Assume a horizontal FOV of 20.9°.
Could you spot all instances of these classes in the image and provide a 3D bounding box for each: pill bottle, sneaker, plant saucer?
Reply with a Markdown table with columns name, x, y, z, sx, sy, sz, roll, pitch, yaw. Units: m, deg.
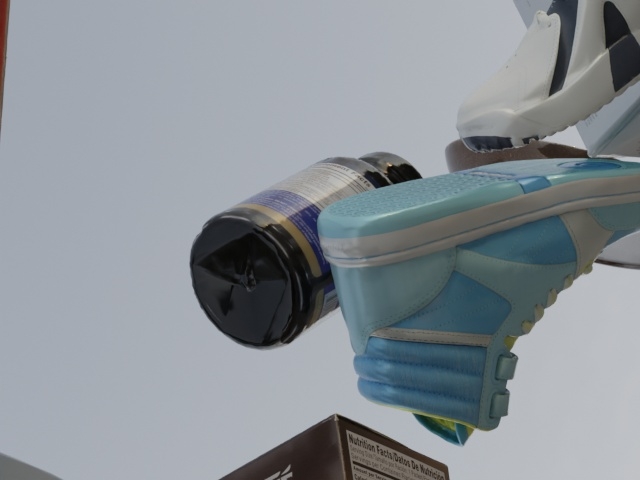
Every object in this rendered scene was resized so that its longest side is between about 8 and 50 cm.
| name | x | y | z | sx | sy | sz | roll | pitch | yaw |
| --- | --- | --- | --- | --- | --- | --- | --- | --- | --- |
| pill bottle | 0.000 | 0.000 | 1.482 | 0.219 | 0.122 | 0.123 | -30 | -51 | -49 |
| sneaker | 0.149 | 0.048 | 1.385 | 0.319 | 0.127 | 0.208 | -11 | -79 | -24 |
| plant saucer | 0.274 | -0.031 | 1.842 | 0.310 | 0.310 | 0.050 | 36 | -112 | -56 |
| sneaker | 0.148 | -0.164 | 0.969 | 0.153 | 0.235 | 0.094 | 55 | -165 | -5 |

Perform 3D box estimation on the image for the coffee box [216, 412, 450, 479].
| name | x | y | z | sx | sy | sz | roll | pitch | yaw |
| --- | --- | --- | --- | --- | --- | --- | --- | --- | --- |
| coffee box | 0.006 | 0.283 | 1.087 | 0.119 | 0.168 | 0.297 | 28 | -140 | -40 |

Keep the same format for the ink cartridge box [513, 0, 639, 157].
| name | x | y | z | sx | sy | sz | roll | pitch | yaw |
| --- | --- | --- | --- | --- | --- | --- | --- | --- | --- |
| ink cartridge box | 0.290 | -0.270 | 1.487 | 0.130 | 0.309 | 0.272 | -1 | -34 | -34 |

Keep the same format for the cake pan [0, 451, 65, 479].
| name | x | y | z | sx | sy | sz | roll | pitch | yaw |
| --- | --- | --- | --- | --- | --- | --- | --- | --- | --- |
| cake pan | -0.090 | 0.134 | 0.407 | 0.293 | 0.293 | 0.054 | 3 | -58 | -56 |

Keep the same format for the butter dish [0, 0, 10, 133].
| name | x | y | z | sx | sy | sz | roll | pitch | yaw |
| --- | --- | --- | --- | --- | --- | --- | --- | --- | --- |
| butter dish | -0.162 | -0.041 | 0.498 | 0.118 | 0.160 | 0.160 | 13 | -124 | -25 |
